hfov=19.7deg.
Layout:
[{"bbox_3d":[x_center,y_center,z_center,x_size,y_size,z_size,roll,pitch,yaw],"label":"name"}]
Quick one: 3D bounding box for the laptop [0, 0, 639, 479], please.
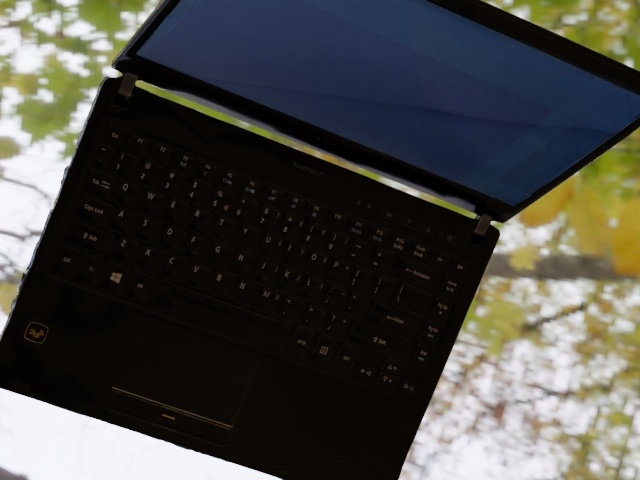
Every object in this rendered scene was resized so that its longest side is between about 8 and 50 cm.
[{"bbox_3d":[0.000,0.000,0.894,0.234,0.136,0.264,21,-85,-20],"label":"laptop"}]
